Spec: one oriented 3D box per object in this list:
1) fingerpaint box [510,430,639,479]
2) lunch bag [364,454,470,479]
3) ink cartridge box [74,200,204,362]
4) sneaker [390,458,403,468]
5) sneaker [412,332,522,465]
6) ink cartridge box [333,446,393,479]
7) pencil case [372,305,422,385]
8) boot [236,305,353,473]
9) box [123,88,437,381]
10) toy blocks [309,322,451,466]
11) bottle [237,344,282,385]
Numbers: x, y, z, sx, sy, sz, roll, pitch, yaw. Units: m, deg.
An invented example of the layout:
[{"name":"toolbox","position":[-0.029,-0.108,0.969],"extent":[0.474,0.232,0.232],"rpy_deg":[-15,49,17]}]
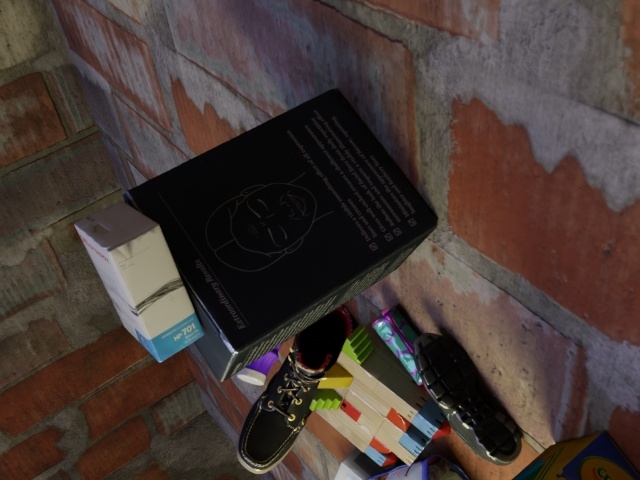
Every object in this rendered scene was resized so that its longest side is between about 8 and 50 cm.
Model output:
[{"name":"fingerpaint box","position":[0.379,0.559,0.958],"extent":[0.444,0.371,0.163],"rpy_deg":[55,156,13]},{"name":"lunch bag","position":[0.225,0.684,1.518],"extent":[0.328,0.239,0.385],"rpy_deg":[-39,73,43]},{"name":"ink cartridge box","position":[-0.255,0.056,0.985],"extent":[0.140,0.082,0.190],"rpy_deg":[26,139,50]},{"name":"sneaker","position":[0.177,0.563,1.804],"extent":[0.069,0.038,0.098],"rpy_deg":[43,152,31]},{"name":"sneaker","position":[0.244,0.290,1.256],"extent":[0.267,0.101,0.106],"rpy_deg":[56,159,7]},{"name":"ink cartridge box","position":[0.165,0.733,1.858],"extent":[0.308,0.091,0.384],"rpy_deg":[37,143,18]},{"name":"pencil case","position":[0.167,0.201,1.347],"extent":[0.151,0.065,0.070],"rpy_deg":[51,172,17]},{"name":"boot","position":[-0.054,0.335,1.610],"extent":[0.138,0.377,0.284],"rpy_deg":[35,146,10]},{"name":"box","position":[-0.069,-0.010,1.141],"extent":[0.293,0.396,0.212],"rpy_deg":[55,156,12]},{"name":"toy blocks","position":[0.142,0.356,1.483],"extent":[0.261,0.191,0.381],"rpy_deg":[37,143,16]},{"name":"bottle","position":[-0.123,0.203,1.676],"extent":[0.092,0.282,0.118],"rpy_deg":[20,157,-4]}]
